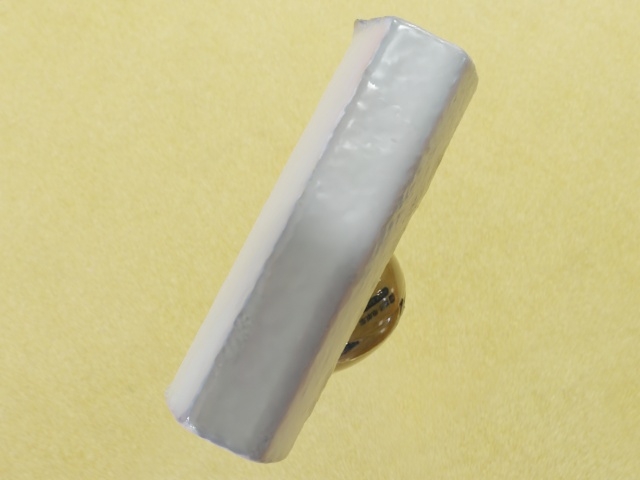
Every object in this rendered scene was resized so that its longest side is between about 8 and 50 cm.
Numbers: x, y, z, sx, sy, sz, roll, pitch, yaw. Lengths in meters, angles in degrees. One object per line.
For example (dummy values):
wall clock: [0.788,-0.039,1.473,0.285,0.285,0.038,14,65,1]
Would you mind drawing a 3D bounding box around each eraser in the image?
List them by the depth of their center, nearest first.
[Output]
eraser: [0.000,0.000,0.659,0.095,0.174,0.270,28,87,0]

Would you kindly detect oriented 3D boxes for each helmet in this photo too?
helmet: [0.026,0.092,1.270,0.130,0.198,0.224,40,59,2]
